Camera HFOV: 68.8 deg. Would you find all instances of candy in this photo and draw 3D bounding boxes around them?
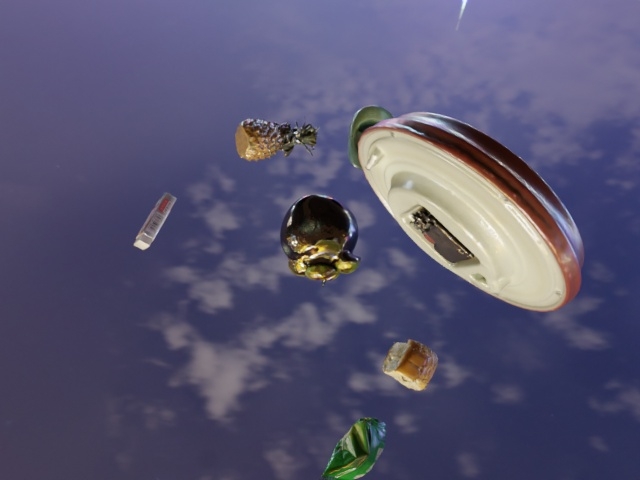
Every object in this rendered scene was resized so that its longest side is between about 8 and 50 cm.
[{"bbox_3d":[0.095,0.551,1.209,0.203,0.141,0.078,-54,-149,-7],"label":"candy"}]

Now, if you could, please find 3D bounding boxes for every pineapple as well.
[{"bbox_3d":[-0.109,-0.283,1.283,0.251,0.125,0.125,-12,-127,-36],"label":"pineapple"}]

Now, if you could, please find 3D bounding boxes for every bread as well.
[{"bbox_3d":[0.173,0.238,0.895,0.083,0.077,0.070,37,-119,-19],"label":"bread"}]

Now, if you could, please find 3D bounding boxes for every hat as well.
[{"bbox_3d":[0.146,-0.291,1.362,0.138,0.078,0.190,13,-91,3],"label":"hat"}]

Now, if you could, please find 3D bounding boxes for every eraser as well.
[{"bbox_3d":[-0.346,-0.040,0.981,0.029,0.052,0.122,34,-119,-24],"label":"eraser"}]

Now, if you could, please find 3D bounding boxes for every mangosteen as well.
[{"bbox_3d":[0.000,0.000,1.276,0.243,0.242,0.242,2,-126,-2],"label":"mangosteen"}]

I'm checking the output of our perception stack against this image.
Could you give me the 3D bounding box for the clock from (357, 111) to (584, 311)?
[{"bbox_3d":[0.167,-0.023,0.587,0.080,0.318,0.318,-45,-114,-10],"label":"clock"}]
